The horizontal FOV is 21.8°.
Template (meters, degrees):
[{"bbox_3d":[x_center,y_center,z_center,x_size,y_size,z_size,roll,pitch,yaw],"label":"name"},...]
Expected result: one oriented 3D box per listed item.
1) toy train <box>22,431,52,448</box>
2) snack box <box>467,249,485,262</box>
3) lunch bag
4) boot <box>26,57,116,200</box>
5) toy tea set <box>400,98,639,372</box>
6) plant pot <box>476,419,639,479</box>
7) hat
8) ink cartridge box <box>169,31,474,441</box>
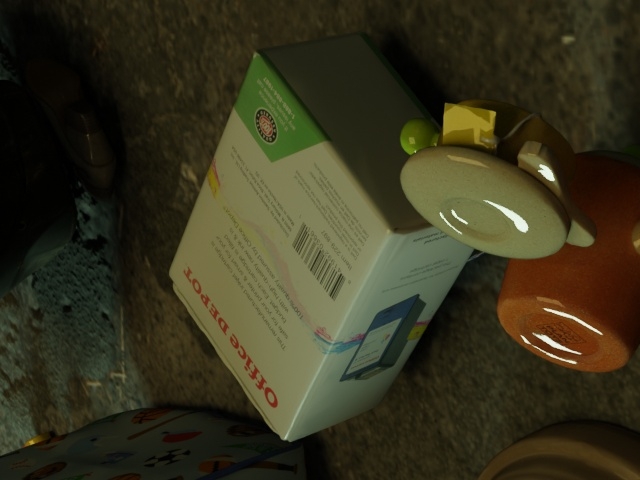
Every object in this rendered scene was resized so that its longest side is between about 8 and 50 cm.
[{"bbox_3d":[-0.236,0.249,1.532,0.166,0.046,0.125,22,123,44],"label":"toy train"},{"bbox_3d":[0.080,-0.016,1.030,0.178,0.022,0.064,-32,79,53],"label":"snack box"},{"bbox_3d":[-0.164,0.217,1.263,0.303,0.243,0.115,-4,103,51],"label":"lunch bag"},{"bbox_3d":[-0.202,-0.086,1.341,0.118,0.042,0.087,47,150,44],"label":"boot"},{"bbox_3d":[0.213,-0.010,0.799,0.336,0.124,0.200,13,152,29],"label":"toy tea set"},{"bbox_3d":[0.152,0.237,0.988,0.237,0.110,0.237,26,126,42],"label":"plant pot"},{"bbox_3d":[-0.278,-0.037,1.368,0.331,0.134,0.331,36,134,49],"label":"hat"},{"bbox_3d":[0.000,0.000,1.043,0.154,0.093,0.212,53,139,26],"label":"ink cartridge box"}]
